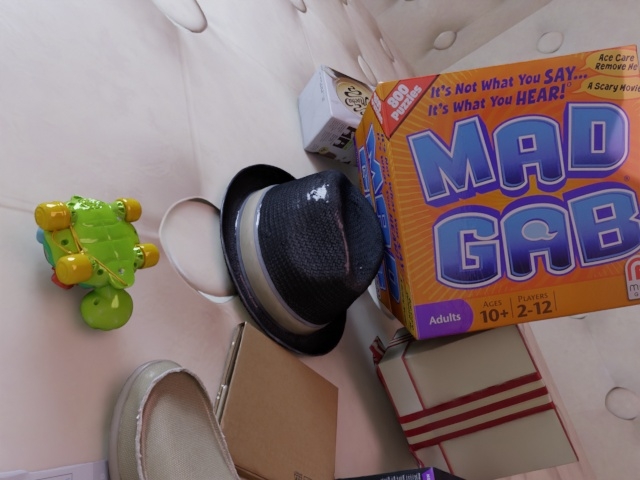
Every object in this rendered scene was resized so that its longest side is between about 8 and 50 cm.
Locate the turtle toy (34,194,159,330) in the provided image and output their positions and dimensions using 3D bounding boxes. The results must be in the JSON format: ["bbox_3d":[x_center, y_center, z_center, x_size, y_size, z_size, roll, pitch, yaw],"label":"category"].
[{"bbox_3d":[-0.206,0.019,0.392,0.095,0.066,0.130,-13,78,-60],"label":"turtle toy"}]

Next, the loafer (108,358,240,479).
[{"bbox_3d":[-0.101,0.229,0.357,0.102,0.092,0.268,12,58,-59],"label":"loafer"}]

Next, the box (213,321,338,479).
[{"bbox_3d":[-0.046,0.220,0.535,0.201,0.021,0.164,44,33,-30],"label":"box"}]

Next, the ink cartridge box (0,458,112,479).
[{"bbox_3d":[-0.216,0.232,0.233,0.224,0.056,0.180,48,25,-63],"label":"ink cartridge box"}]

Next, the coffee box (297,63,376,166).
[{"bbox_3d":[0.107,-0.267,1.009,0.298,0.119,0.167,12,55,-30],"label":"coffee box"}]

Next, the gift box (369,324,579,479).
[{"bbox_3d":[0.235,0.247,0.725,0.276,0.258,0.254,1,65,-68],"label":"gift box"}]

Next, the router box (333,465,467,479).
[{"bbox_3d":[0.117,0.340,0.564,0.179,0.133,0.046,44,33,-44],"label":"router box"}]

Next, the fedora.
[{"bbox_3d":[0.000,0.000,0.663,0.334,0.153,0.333,39,36,-36],"label":"fedora"}]

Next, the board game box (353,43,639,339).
[{"bbox_3d":[0.273,-0.068,0.747,0.356,0.357,0.355,-118,-161,-88],"label":"board game box"}]
